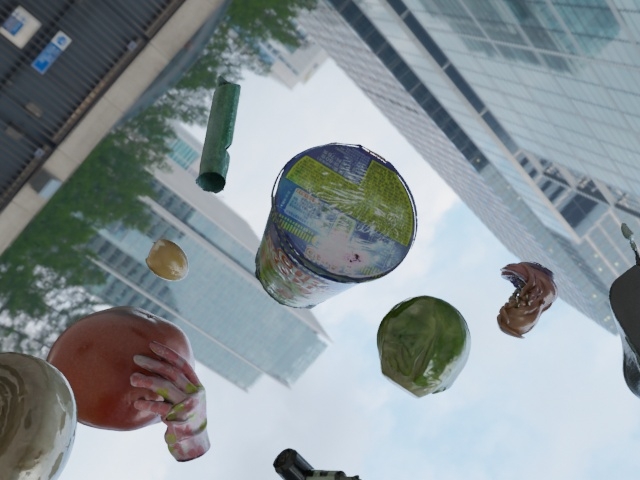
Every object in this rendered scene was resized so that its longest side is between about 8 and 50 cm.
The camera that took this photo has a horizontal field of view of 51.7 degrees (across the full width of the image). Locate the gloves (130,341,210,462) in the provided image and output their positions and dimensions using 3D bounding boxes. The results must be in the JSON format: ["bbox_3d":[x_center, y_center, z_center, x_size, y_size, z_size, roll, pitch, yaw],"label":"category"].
[{"bbox_3d":[-0.299,0.324,1.368,0.126,0.241,0.145,-9,-172,34],"label":"gloves"}]

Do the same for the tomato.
[{"bbox_3d":[-0.466,0.286,1.567,0.341,0.341,0.273,34,-70,60],"label":"tomato"}]

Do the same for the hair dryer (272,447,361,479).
[{"bbox_3d":[0.004,0.425,1.197,0.197,0.100,0.057,-20,-154,47],"label":"hair dryer"}]

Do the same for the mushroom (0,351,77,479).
[{"bbox_3d":[-0.375,0.217,0.731,0.209,0.206,0.206,107,9,-68],"label":"mushroom"}]

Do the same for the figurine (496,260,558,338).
[{"bbox_3d":[0.399,0.111,1.273,0.114,0.126,0.157,-13,-137,37],"label":"figurine"}]

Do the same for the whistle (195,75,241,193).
[{"bbox_3d":[-0.128,-0.141,0.846,0.039,0.039,0.186,-28,-137,32],"label":"whistle"}]

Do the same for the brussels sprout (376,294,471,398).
[{"bbox_3d":[0.151,0.156,0.999,0.155,0.117,0.155,-9,-116,20],"label":"brussels sprout"}]

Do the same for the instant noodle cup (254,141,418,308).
[{"bbox_3d":[0.000,0.000,1.307,0.284,0.284,0.312,-67,-171,-28],"label":"instant noodle cup"}]

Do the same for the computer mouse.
[{"bbox_3d":[0.589,0.140,1.137,0.167,0.379,0.090,-27,-165,-2],"label":"computer mouse"}]

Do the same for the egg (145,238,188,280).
[{"bbox_3d":[-0.323,0.044,1.406,0.080,0.096,0.080,-47,-161,22],"label":"egg"}]
